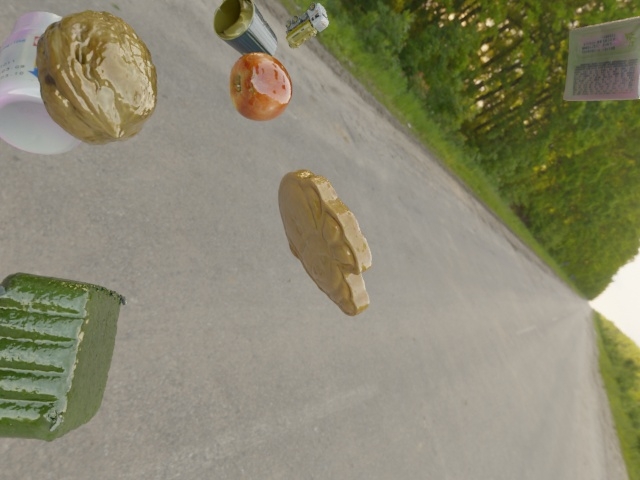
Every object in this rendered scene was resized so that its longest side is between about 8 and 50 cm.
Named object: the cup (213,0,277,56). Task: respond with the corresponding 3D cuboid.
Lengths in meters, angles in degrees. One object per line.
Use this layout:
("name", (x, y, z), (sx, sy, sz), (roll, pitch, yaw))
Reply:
("cup", (-0.218, -0.601, 1.231), (0.176, 0.131, 0.155), (45, 10, 24))

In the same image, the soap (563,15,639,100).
("soap", (0.744, -0.447, 1.078), (0.138, 0.199, 0.182), (-13, 110, -25))

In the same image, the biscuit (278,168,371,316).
("biscuit", (0.000, 0.000, 0.969), (0.351, 0.057, 0.312), (55, -23, 22))

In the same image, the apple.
("apple", (-0.150, -0.382, 1.087), (0.139, 0.163, 0.163), (-5, 66, -34))

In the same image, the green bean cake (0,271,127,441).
("green bean cake", (-0.460, 0.193, 0.746), (0.247, 0.156, 0.250), (134, -35, -75))

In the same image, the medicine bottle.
("medicine bottle", (-0.511, -0.295, 0.801), (0.152, 0.152, 0.254), (29, 36, -49))

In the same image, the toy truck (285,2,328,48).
("toy truck", (-0.038, -0.568, 1.152), (0.052, 0.123, 0.063), (1, 67, -63))

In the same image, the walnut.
("walnut", (-0.304, -0.219, 0.601), (0.155, 0.155, 0.184), (12, 54, -58))
